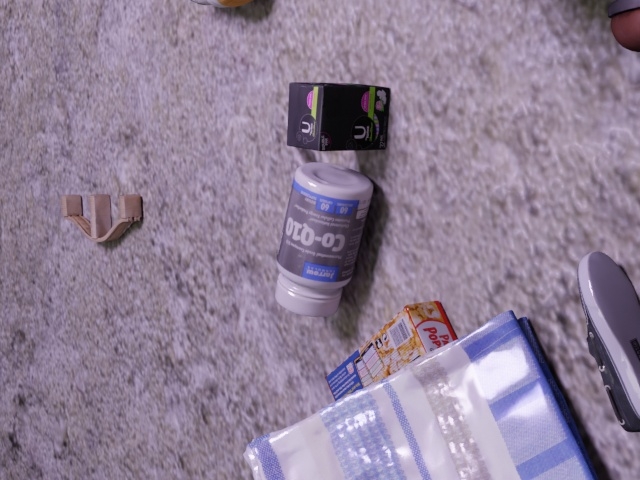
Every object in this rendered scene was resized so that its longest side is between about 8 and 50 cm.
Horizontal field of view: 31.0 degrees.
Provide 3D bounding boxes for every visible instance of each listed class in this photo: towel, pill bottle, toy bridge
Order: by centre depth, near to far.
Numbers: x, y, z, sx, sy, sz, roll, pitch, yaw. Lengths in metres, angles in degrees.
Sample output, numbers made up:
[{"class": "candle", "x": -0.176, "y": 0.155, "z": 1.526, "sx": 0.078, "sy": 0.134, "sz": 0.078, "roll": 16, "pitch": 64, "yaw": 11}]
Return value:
[{"class": "towel", "x": 0.081, "y": 0.205, "z": 0.963, "sx": 0.285, "sy": 0.034, "sz": 0.209, "roll": -29, "pitch": 62, "yaw": 16}, {"class": "pill bottle", "x": 0.000, "y": 0.000, "z": 1.125, "sx": 0.078, "sy": 0.078, "sz": 0.137, "roll": 35, "pitch": 120, "yaw": 44}, {"class": "toy bridge", "x": -0.293, "y": -0.030, "z": 1.532, "sx": 0.188, "sy": 0.026, "sz": 0.063, "roll": 2, "pitch": 97, "yaw": 52}]

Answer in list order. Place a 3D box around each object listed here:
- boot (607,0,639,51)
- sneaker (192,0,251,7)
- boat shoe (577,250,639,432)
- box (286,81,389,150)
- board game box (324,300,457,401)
[{"class": "boot", "x": 0.299, "y": -0.030, "z": 0.767, "sx": 0.264, "sy": 0.096, "sz": 0.280, "roll": 14, "pitch": 113, "yaw": 42}, {"class": "sneaker", "x": -0.127, "y": -0.396, "z": 1.215, "sx": 0.131, "sy": 0.112, "sz": 0.296, "roll": 11, "pitch": 102, "yaw": 51}, {"class": "boat shoe", "x": 0.223, "y": 0.079, "z": 0.878, "sx": 0.040, "sy": 0.049, "sz": 0.142, "roll": -35, "pitch": 69, "yaw": 48}, {"class": "box", "x": 0.016, "y": -0.117, "z": 1.087, "sx": 0.052, "sy": 0.083, "sz": 0.062, "roll": 15, "pitch": 106, "yaw": 50}, {"class": "board game box", "x": 0.092, "y": 0.175, "z": 1.056, "sx": 0.147, "sy": 0.045, "sz": 0.193, "roll": -46, "pitch": 59, "yaw": 44}]
